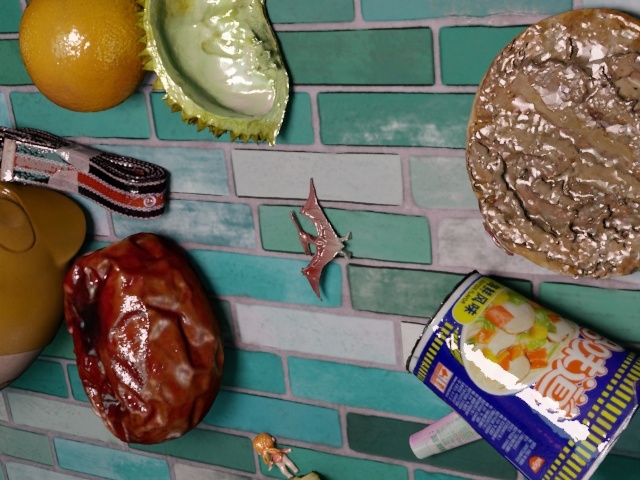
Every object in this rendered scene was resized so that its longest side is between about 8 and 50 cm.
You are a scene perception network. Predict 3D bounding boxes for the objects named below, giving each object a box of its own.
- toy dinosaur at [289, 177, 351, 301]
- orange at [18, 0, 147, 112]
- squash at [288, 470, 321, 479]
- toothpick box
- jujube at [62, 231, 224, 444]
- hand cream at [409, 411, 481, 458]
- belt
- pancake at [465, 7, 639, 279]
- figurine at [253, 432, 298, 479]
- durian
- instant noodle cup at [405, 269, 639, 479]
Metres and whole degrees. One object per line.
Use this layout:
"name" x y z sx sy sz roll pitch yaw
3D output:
"toy dinosaur" 0.000 0.000 1.593 0.108 0.032 0.220 5 104 29
"orange" -0.386 -0.329 1.538 0.236 0.236 0.236 11 116 23
"squash" -0.057 0.551 1.751 0.220 0.220 0.133 -35 89 34
"toothpick box" -0.681 0.074 1.758 0.409 0.409 0.425 46 121 3
"jujube" -0.321 0.181 1.704 0.276 0.276 0.376 -17 99 32
"hand cream" 0.239 0.328 1.609 0.174 0.047 0.076 -31 94 25
"belt" -0.447 -0.129 1.723 0.360 0.126 0.094 17 109 13
"pancake" 0.379 -0.120 1.299 0.382 0.071 0.382 8 108 24
"figurine" -0.087 0.422 1.817 0.064 0.047 0.109 -43 95 5
"durian" -0.180 -0.329 1.474 0.198 0.163 0.394 -5 103 26
"instant noodle cup" 0.309 0.206 1.400 0.312 0.284 0.284 35 123 19
